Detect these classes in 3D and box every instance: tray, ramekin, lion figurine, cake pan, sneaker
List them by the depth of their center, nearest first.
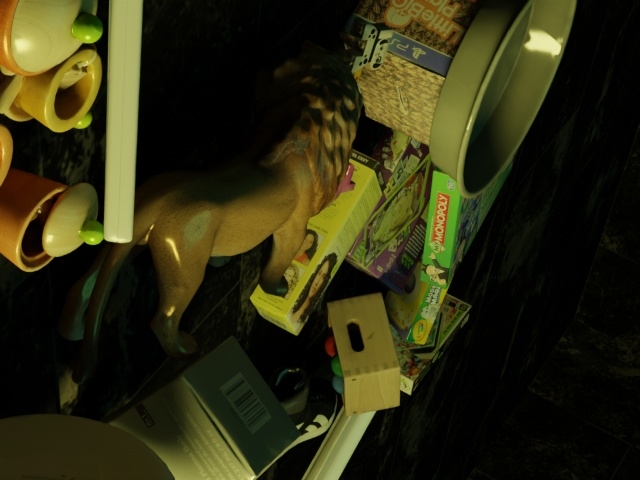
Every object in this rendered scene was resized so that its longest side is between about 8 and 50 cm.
[{"bbox_3d":[-0.238,0.271,1.209,0.277,0.277,0.135,-43,146,-47],"label":"ramekin"},{"bbox_3d":[-0.094,-0.031,1.368,0.392,0.142,0.240,-42,159,-53],"label":"lion figurine"},{"bbox_3d":[0.211,-0.191,1.670,0.293,0.054,0.293,-52,159,-29],"label":"cake pan"},{"bbox_3d":[-0.026,0.218,2.017,0.217,0.079,0.121,-34,147,-55],"label":"sneaker"},{"bbox_3d":[0.014,0.372,2.429,0.270,0.030,0.145,-60,163,-9],"label":"tray"}]

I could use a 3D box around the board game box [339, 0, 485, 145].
[{"bbox_3d":[0.169,-0.288,1.741,0.291,0.141,0.232,-59,162,-12],"label":"board game box"}]

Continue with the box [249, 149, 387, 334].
[{"bbox_3d":[0.000,0.000,1.816,0.232,0.058,0.087,-60,162,-12],"label":"box"}]

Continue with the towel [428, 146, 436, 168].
[{"bbox_3d":[0.205,-0.224,2.019,0.336,0.040,0.243,60,49,-67],"label":"towel"}]

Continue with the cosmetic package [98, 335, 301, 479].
[{"bbox_3d":[-0.149,0.207,1.426,0.238,0.127,0.107,-36,-179,35],"label":"cosmetic package"}]

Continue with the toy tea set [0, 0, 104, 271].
[{"bbox_3d":[-0.205,-0.085,1.017,0.200,0.124,0.336,-59,162,-12],"label":"toy tea set"}]

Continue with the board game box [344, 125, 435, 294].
[{"bbox_3d":[0.111,-0.045,2.085,0.208,0.056,0.347,-66,162,-5],"label":"board game box"}]

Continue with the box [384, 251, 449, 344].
[{"bbox_3d":[0.161,0.062,2.278,0.043,0.105,0.179,13,109,-29],"label":"box"}]

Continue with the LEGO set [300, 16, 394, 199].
[{"bbox_3d":[0.020,-0.155,1.596,0.093,0.087,0.227,-15,131,-47],"label":"LEGO set"}]

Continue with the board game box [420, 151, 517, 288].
[{"bbox_3d":[0.230,-0.110,2.099,0.214,0.046,0.317,92,23,-43],"label":"board game box"}]

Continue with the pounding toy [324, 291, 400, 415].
[{"bbox_3d":[0.053,0.164,2.128,0.206,0.094,0.181,86,-8,-58],"label":"pounding toy"}]

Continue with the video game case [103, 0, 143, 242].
[{"bbox_3d":[-0.144,-0.135,1.066,0.193,0.023,0.212,-103,-163,-63],"label":"video game case"}]

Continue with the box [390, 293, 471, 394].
[{"bbox_3d":[0.151,0.155,2.365,0.207,0.114,0.036,-48,156,-41],"label":"box"}]
